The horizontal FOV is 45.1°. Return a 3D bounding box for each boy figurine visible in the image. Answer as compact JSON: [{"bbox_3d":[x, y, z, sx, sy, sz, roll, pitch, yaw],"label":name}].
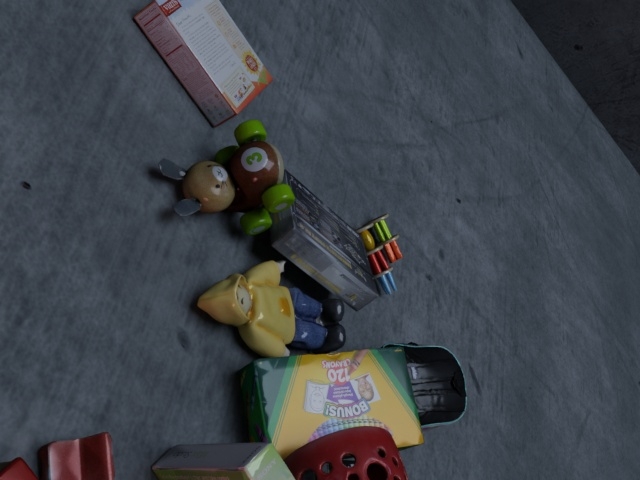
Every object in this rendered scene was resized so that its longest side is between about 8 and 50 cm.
[{"bbox_3d":[-0.079,0.109,1.276,0.285,0.092,0.177,25,57,-46],"label":"boy figurine"}]

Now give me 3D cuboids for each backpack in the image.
[{"bbox_3d":[0.172,0.277,1.441,0.189,0.144,0.165,-1,69,-24],"label":"backpack"}]

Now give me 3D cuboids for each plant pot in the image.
[{"bbox_3d":[0.044,0.389,1.111,0.191,0.191,0.174,21,38,-44],"label":"plant pot"}]

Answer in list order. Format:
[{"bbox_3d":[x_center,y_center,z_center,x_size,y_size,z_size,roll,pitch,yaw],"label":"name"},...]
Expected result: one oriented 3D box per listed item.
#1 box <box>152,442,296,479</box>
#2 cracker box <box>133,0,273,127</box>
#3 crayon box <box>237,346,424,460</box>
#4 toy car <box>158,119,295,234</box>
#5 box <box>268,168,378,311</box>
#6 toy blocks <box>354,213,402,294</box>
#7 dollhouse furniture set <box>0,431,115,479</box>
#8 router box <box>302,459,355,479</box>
[{"bbox_3d":[-0.067,0.408,1.020,0.058,0.232,0.322,-42,106,-40],"label":"box"},{"bbox_3d":[-0.201,-0.338,1.367,0.232,0.067,0.155,55,38,-18],"label":"cracker box"},{"bbox_3d":[0.018,0.269,1.242,0.279,0.081,0.165,-1,69,-29],"label":"crayon box"},{"bbox_3d":[-0.165,-0.096,1.245,0.188,0.149,0.155,-8,66,-40],"label":"toy car"},{"bbox_3d":[0.000,0.000,1.403,0.231,0.056,0.183,39,24,-32],"label":"box"},{"bbox_3d":[0.132,0.030,1.601,0.123,0.054,0.148,-29,95,-52],"label":"toy blocks"},{"bbox_3d":[-0.221,0.378,0.914,0.374,0.152,0.201,59,38,-12],"label":"dollhouse furniture set"},{"bbox_3d":[0.025,0.453,1.265,0.133,0.046,0.178,19,58,-45],"label":"router box"}]
